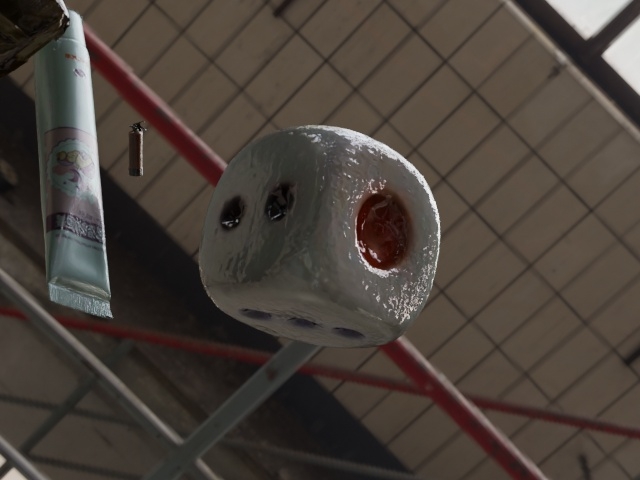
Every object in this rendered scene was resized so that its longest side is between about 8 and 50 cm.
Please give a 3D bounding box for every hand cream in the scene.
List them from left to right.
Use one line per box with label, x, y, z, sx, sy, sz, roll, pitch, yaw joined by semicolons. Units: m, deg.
hand cream;-0.254;-0.082;1.018;0.085;0.058;0.331;31;46;-57

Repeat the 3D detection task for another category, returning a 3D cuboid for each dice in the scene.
dice;0.000;0.000;1.079;0.193;0.192;0.194;28;67;-40

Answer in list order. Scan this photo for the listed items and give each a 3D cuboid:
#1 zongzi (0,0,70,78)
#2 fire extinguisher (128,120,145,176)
zongzi;-0.374;-0.192;0.929;0.134;0.288;0.286;46;7;-33
fire extinguisher;-0.274;-0.138;1.521;0.028;0.083;0.022;7;16;13
